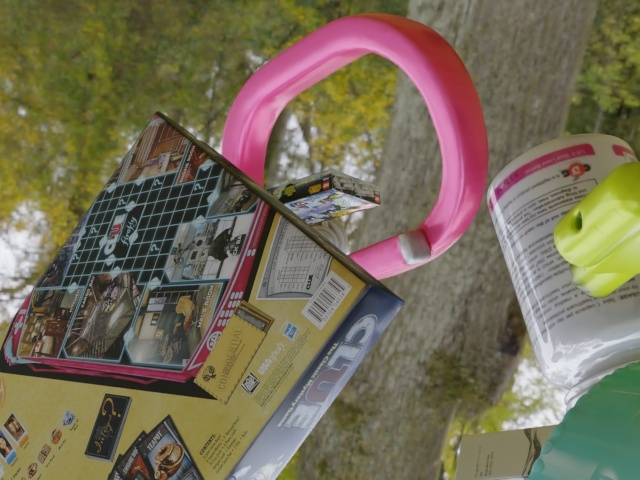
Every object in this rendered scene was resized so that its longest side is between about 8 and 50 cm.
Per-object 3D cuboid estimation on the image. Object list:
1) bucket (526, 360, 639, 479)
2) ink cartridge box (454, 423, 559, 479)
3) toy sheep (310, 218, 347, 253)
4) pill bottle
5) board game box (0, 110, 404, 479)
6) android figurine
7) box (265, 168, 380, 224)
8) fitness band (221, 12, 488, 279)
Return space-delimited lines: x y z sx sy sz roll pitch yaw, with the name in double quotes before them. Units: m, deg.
"bucket" 0.249 0.201 0.497 0.281 0.281 0.183 -1 -173 -34
"ink cartridge box" 0.376 0.399 1.385 0.289 0.211 0.121 -12 -154 22
"toy sheep" 0.000 0.000 1.371 0.091 0.091 0.132 14 -169 9
"pill bottle" 0.277 0.051 0.881 0.160 0.160 0.283 3 -121 -25
"board game box" -0.093 0.078 0.446 0.165 0.243 0.042 39 -174 32
"android figurine" 0.296 -0.026 0.625 0.248 0.056 0.273 1 156 -17
"box" -0.011 -0.046 1.049 0.137 0.027 0.094 -15 162 37
"fitness band" 0.013 -0.065 0.746 0.054 0.209 0.290 -13 175 -41
